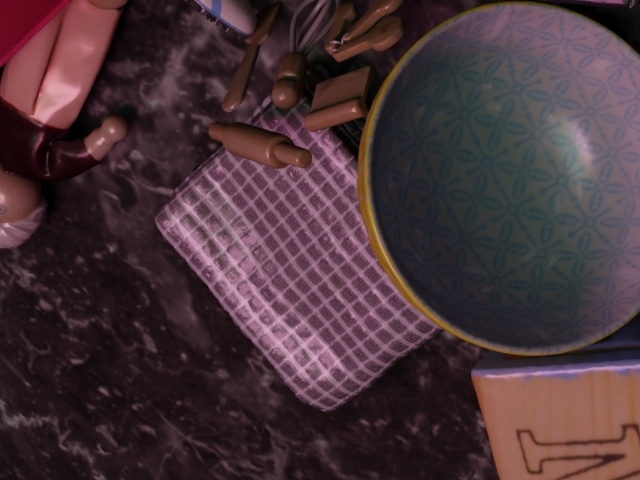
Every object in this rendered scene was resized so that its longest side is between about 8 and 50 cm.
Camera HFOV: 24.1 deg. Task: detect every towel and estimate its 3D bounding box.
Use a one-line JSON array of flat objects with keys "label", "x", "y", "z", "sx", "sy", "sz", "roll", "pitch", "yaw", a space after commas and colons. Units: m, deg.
[{"label": "towel", "x": 0.000, "y": 0.000, "z": 1.438, "sx": 0.284, "sy": 0.121, "sz": 0.235, "roll": 50, "pitch": 125, "yaw": 2}]

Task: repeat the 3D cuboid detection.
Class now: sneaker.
[{"label": "sneaker", "x": -0.125, "y": -0.294, "z": 1.397, "sx": 0.086, "sy": 0.085, "sz": 0.237, "roll": -34, "pitch": 89, "yaw": 11}]

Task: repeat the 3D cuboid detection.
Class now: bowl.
[{"label": "bowl", "x": 0.153, "y": -0.048, "z": 1.284, "sx": 0.289, "sy": 0.289, "sz": 0.156, "roll": 60, "pitch": 166, "yaw": -6}]

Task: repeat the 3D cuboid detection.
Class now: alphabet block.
[{"label": "alphabet block", "x": 0.271, "y": 0.159, "z": 1.313, "sx": 0.193, "sy": 0.192, "sz": 0.197, "roll": -6, "pitch": 107, "yaw": 34}]

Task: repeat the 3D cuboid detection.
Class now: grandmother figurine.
[{"label": "grandmother figurine", "x": -0.301, "y": -0.141, "z": 1.563, "sx": 0.208, "sy": 0.104, "sz": 0.342, "roll": 36, "pitch": 122, "yaw": 22}]

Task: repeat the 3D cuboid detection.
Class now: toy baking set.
[{"label": "toy baking set", "x": -0.015, "y": -0.147, "z": 1.330, "sx": 0.030, "sy": 0.197, "sz": 0.256, "roll": 46, "pitch": 162, "yaw": -31}]

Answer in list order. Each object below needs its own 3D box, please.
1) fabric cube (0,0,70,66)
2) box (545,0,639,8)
[{"label": "fabric cube", "x": -0.419, "y": -0.301, "z": 1.406, "sx": 0.254, "sy": 0.258, "sz": 0.259, "roll": -35, "pitch": 63, "yaw": 37}, {"label": "box", "x": 0.137, "y": -0.353, "z": 1.160, "sx": 0.296, "sy": 0.183, "sz": 0.294, "roll": 10, "pitch": 116, "yaw": 27}]
